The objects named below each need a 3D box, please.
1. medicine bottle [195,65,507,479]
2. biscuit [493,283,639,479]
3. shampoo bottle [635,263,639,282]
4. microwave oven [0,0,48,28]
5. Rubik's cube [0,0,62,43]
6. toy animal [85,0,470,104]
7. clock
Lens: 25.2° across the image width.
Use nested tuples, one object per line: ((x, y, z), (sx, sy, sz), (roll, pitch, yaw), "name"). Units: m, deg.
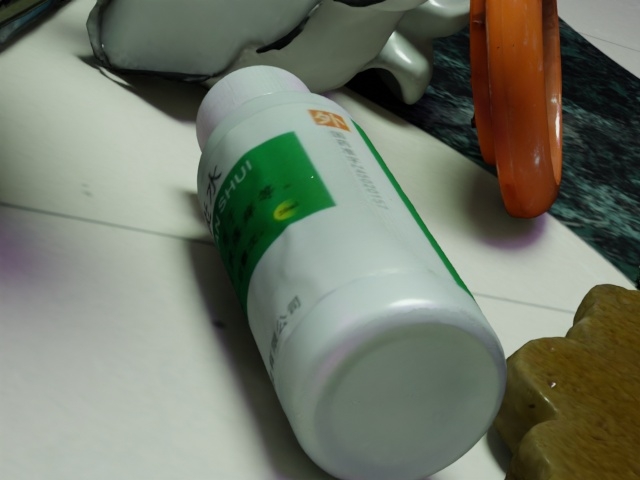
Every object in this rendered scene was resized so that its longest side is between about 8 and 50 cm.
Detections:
((0.000, 0.000, 0.665), (0.095, 0.095, 0.260), (14, 25, -23), "medicine bottle")
((0.165, 0.098, 0.680), (0.183, 0.047, 0.320), (24, 22, -8), "biscuit")
((0.313, 0.042, 0.924), (0.214, 0.072, 0.072), (25, 23, 0), "shampoo bottle")
((-0.236, -0.254, 0.540), (0.394, 0.333, 0.247), (-19, 45, -16), "microwave oven")
((-0.246, -0.336, 0.891), (0.304, 0.305, 0.301), (22, 24, -2), "Rubik's cube")
((0.005, -0.188, 0.986), (0.258, 0.194, 0.357), (26, 15, 19), "toy animal")
((0.127, -0.116, 0.929), (0.051, 0.205, 0.205), (-1, 18, 14), "clock")
